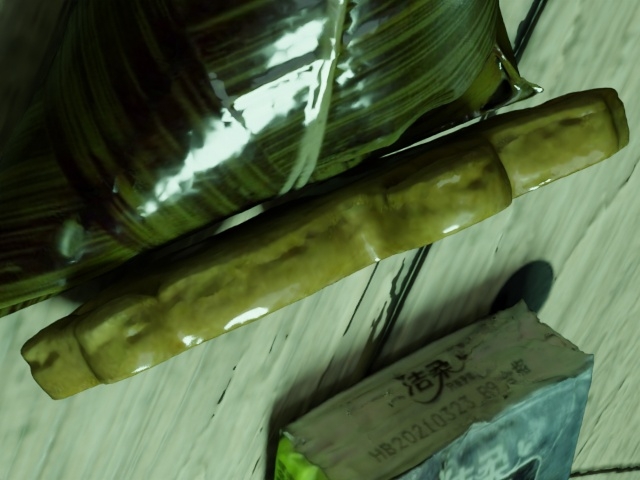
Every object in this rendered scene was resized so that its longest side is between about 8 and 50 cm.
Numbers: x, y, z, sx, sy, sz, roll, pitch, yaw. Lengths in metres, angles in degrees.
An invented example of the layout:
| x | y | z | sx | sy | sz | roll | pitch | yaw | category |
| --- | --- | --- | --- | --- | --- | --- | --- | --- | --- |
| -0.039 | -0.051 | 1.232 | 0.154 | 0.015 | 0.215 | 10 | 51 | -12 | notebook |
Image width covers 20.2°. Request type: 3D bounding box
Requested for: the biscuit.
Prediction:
| x | y | z | sx | sy | sz | roll | pitch | yaw | category |
| --- | --- | --- | --- | --- | --- | --- | --- | --- | --- |
| -0.001 | -0.003 | 0.695 | 0.249 | 0.035 | 0.184 | -25 | -178 | -16 | biscuit |

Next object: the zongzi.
| x | y | z | sx | sy | sz | roll | pitch | yaw | category |
| --- | --- | --- | --- | --- | --- | --- | --- | --- | --- |
| -0.052 | -0.102 | 0.582 | 0.241 | 0.111 | 0.247 | -29 | 134 | -19 | zongzi |

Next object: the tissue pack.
| x | y | z | sx | sy | sz | roll | pitch | yaw | category |
| --- | --- | --- | --- | --- | --- | --- | --- | --- | --- |
| 0.052 | 0.164 | 0.944 | 0.173 | 0.073 | 0.235 | -25 | 137 | -33 | tissue pack |
